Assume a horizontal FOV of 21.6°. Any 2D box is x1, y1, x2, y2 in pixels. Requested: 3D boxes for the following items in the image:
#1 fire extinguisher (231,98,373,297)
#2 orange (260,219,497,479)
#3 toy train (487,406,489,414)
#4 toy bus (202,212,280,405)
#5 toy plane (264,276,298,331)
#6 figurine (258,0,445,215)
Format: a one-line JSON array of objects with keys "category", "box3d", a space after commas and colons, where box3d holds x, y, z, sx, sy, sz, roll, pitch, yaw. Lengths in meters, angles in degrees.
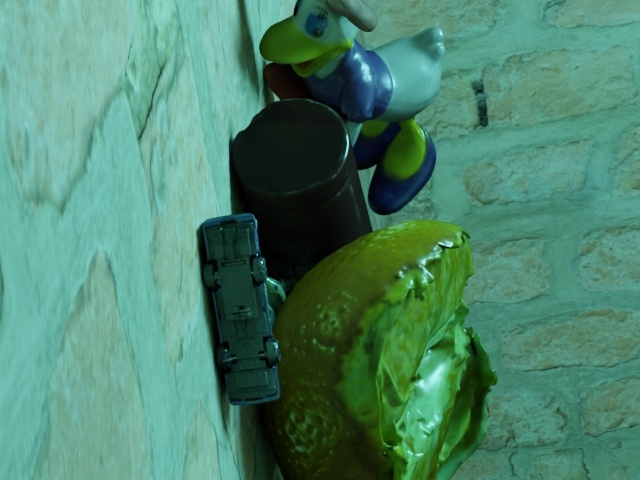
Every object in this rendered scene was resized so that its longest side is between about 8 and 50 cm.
[{"category": "fire extinguisher", "box3d": [-0.010, -0.006, 1.681, 0.135, 0.114, 0.337, 36, -19, 28]}, {"category": "orange", "box3d": [0.058, 0.135, 1.568, 0.262, 0.196, 0.335, -44, 132, -33]}, {"category": "toy train", "box3d": [0.080, 0.170, 1.857, 0.131, 0.204, 0.083, 77, 8, -77]}, {"category": "toy bus", "box3d": [-0.064, 0.054, 1.360, 0.061, 0.051, 0.153, -96, 178, -80]}, {"category": "toy plane", "box3d": [-0.043, 0.062, 1.606, 0.083, 0.033, 0.080, 61, 38, -43]}, {"category": "figurine", "box3d": [0.042, -0.189, 1.849, 0.154, 0.193, 0.421, 60, 12, 31]}]
